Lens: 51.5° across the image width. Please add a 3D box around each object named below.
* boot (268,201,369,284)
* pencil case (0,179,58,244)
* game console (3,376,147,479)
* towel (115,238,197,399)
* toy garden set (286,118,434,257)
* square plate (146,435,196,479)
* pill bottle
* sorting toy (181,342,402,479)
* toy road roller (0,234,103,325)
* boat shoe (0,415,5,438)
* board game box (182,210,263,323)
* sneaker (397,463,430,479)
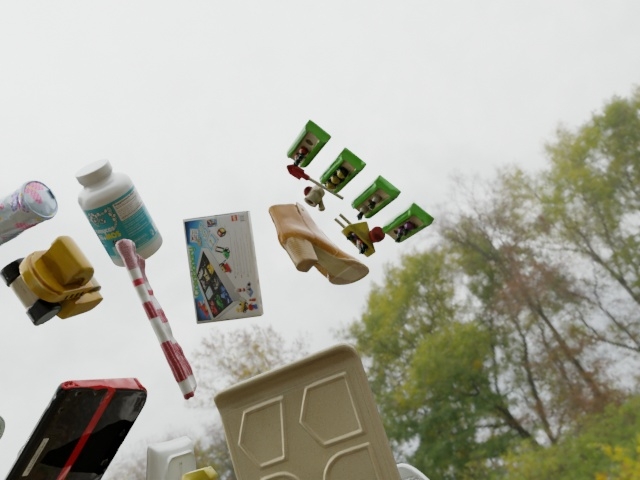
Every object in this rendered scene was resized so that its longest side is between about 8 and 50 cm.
[{"bbox_3d":[-0.001,0.000,1.775,0.295,0.211,0.104,17,-50,-46],"label":"boot"},{"bbox_3d":[-0.817,-0.056,1.736,0.273,0.114,0.124,-25,-1,22],"label":"pencil case"},{"bbox_3d":[-0.626,0.518,1.672,0.387,0.060,0.342,-60,-26,2],"label":"game console"},{"bbox_3d":[-0.328,0.164,1.358,0.037,0.329,0.237,-24,-5,-13],"label":"towel"},{"bbox_3d":[0.036,-0.064,1.085,0.049,0.244,0.204,-55,6,-23],"label":"toy garden set"},{"bbox_3d":[-0.425,0.759,1.931,0.049,0.344,0.347,-4,-13,6],"label":"square plate"},{"bbox_3d":[-0.526,-0.074,1.711,0.146,0.146,0.264,-26,-64,-6],"label":"pill bottle"},{"bbox_3d":[-0.052,0.283,0.827,0.307,0.229,0.041,-25,-13,21],"label":"sorting toy"},{"bbox_3d":[-0.783,0.103,2.047,0.240,0.203,0.329,-39,-7,16],"label":"toy road roller"},{"bbox_3d":[-0.904,0.446,1.721,0.079,0.084,0.233,4,-47,9],"label":"boat shoe"},{"bbox_3d":[-0.280,0.077,1.912,0.192,0.306,0.053,-7,1,4],"label":"board game box"},{"bbox_3d":[0.242,0.554,1.361,0.094,0.256,0.151,-45,-12,11],"label":"sneaker"}]
